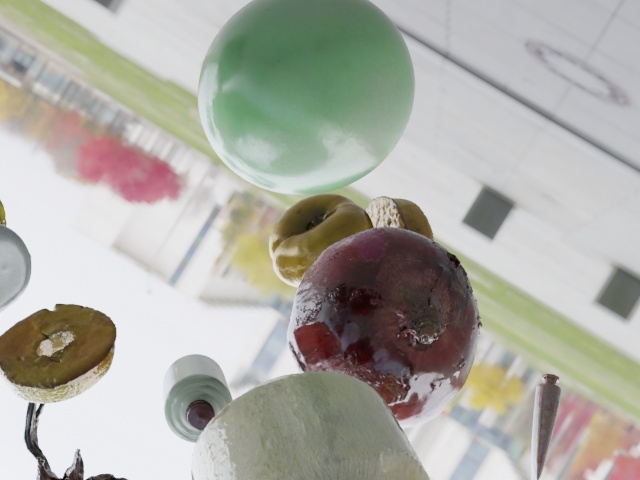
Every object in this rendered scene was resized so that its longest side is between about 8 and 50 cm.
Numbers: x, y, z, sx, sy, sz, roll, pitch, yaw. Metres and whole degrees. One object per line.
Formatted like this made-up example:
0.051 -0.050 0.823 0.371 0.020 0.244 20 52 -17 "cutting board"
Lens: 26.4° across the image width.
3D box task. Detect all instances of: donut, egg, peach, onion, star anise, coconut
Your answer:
0.126 0.022 2.214 0.075 0.190 0.174 1 157 -21 "donut"
-0.015 -0.157 1.441 0.220 0.220 0.269 31 -149 6 "egg"
-0.376 0.167 1.962 0.162 0.178 0.065 43 147 43 "donut"
0.000 0.000 2.155 0.179 0.179 0.103 31 155 56 "peach"
0.088 0.117 1.850 0.276 0.276 0.276 31 180 0 "onion"
-0.433 0.416 2.347 0.346 0.237 0.148 64 168 8 "star anise"
-0.005 0.272 1.371 0.237 0.237 0.266 31 -163 -28 "coconut"

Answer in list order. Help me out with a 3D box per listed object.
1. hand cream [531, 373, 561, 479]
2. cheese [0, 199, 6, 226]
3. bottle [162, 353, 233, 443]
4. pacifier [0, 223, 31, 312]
0.376 0.328 2.318 0.043 0.209 0.067 12 153 5 "hand cream"
-0.481 -0.041 1.719 0.064 0.157 0.250 11 127 53 "cheese"
-0.183 0.239 2.040 0.104 0.104 0.245 31 180 -8 "bottle"
-0.371 0.026 1.256 0.227 0.207 0.278 -96 -6 -58 "pacifier"
